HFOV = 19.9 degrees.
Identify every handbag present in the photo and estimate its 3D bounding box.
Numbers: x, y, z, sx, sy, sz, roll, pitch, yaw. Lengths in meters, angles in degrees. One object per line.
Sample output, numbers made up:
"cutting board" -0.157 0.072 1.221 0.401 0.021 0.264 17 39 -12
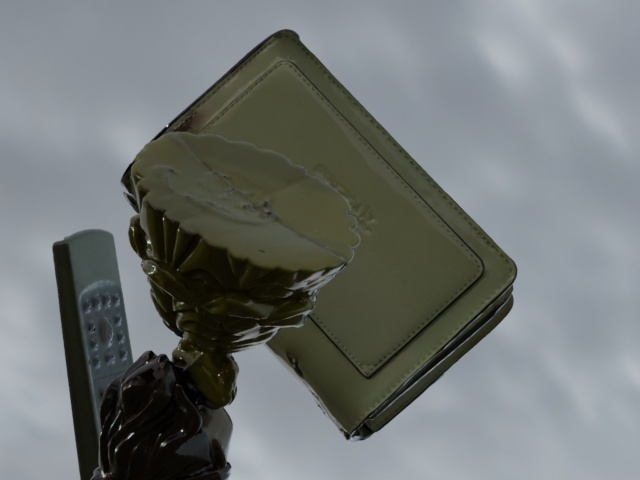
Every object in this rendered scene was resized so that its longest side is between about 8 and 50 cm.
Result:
"handbag" 0.000 0.000 1.846 0.358 0.237 0.160 47 -9 13

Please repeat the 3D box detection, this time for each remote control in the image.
"remote control" -0.248 0.129 2.061 0.038 0.285 0.123 -6 0 19

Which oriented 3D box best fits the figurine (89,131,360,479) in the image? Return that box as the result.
"figurine" -0.097 0.094 1.475 0.187 0.168 0.315 21 -59 6
